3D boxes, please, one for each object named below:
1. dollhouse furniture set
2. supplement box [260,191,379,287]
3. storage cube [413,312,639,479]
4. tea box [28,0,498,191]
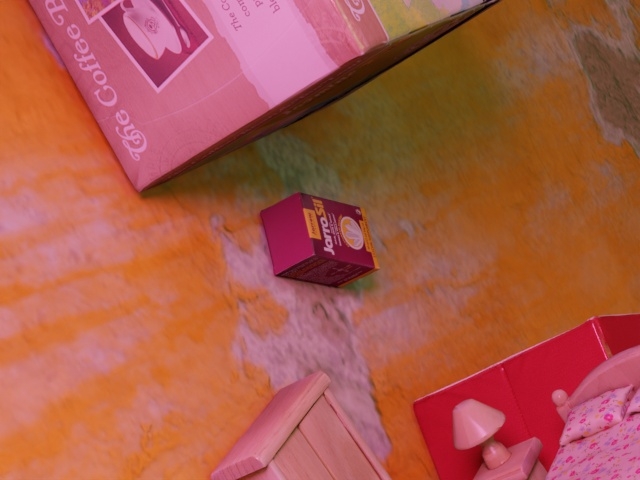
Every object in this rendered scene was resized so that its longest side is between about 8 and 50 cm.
[{"bbox_3d":[0.118,0.136,0.965,0.174,0.355,0.303,55,34,-9],"label":"dollhouse furniture set"},{"bbox_3d":[0.000,0.000,1.192,0.083,0.043,0.055,11,59,-50],"label":"supplement box"},{"bbox_3d":[0.221,0.178,1.239,0.215,0.184,0.193,-2,67,-54],"label":"storage cube"},{"bbox_3d":[-0.058,-0.256,1.136,0.329,0.220,0.323,60,33,-2],"label":"tea box"}]
